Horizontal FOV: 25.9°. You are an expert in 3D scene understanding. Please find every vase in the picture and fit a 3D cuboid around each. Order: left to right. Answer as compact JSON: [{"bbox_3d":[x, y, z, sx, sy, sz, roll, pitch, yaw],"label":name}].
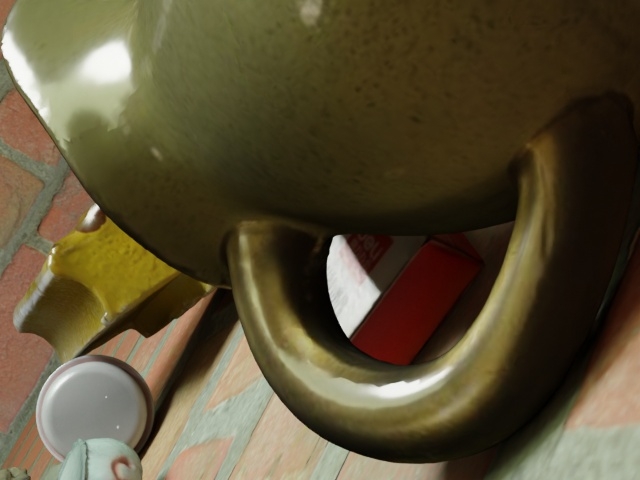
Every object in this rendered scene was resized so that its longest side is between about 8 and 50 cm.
[{"bbox_3d":[0.020,-0.061,0.623,0.302,0.241,0.329,-31,62,33],"label":"vase"}]

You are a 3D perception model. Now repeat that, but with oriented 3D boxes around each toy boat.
[{"bbox_3d":[-0.185,0.255,1.148,0.207,0.079,0.134,-89,23,-50],"label":"toy boat"}]

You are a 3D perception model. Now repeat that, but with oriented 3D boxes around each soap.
[{"bbox_3d":[-0.174,0.013,1.416,0.259,0.143,0.281,-36,1,-23],"label":"soap"}]

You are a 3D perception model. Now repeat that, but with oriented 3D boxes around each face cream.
[{"bbox_3d":[-0.226,0.174,1.408,0.117,0.117,0.104,-59,3,-8],"label":"face cream"}]

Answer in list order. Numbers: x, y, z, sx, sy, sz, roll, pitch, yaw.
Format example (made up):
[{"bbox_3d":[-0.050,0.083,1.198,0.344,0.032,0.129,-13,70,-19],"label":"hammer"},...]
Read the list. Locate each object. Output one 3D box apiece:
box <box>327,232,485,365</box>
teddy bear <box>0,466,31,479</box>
[{"bbox_3d":[0.001,-0.014,0.811,0.123,0.050,0.229,-54,37,19],"label":"box"},{"bbox_3d":[-0.409,0.417,1.452,0.357,0.224,0.367,-57,25,-4],"label":"teddy bear"}]
